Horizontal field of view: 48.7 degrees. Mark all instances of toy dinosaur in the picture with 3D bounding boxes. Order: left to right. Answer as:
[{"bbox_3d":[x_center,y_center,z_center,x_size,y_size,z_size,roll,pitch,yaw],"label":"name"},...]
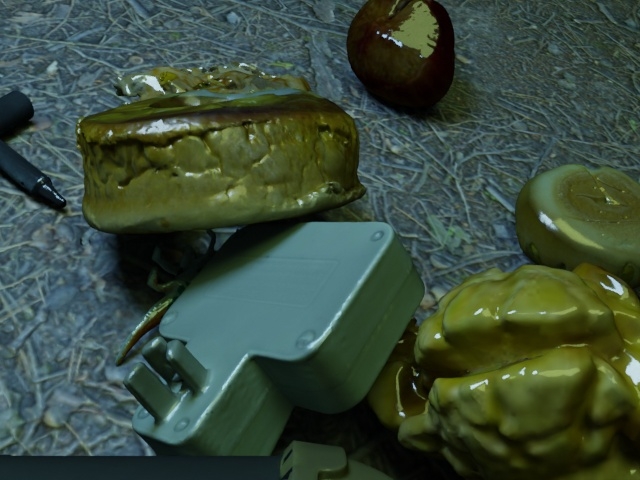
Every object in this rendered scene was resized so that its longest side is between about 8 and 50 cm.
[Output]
[{"bbox_3d":[-0.141,0.060,0.772,0.106,0.044,0.187,23,63,-21],"label":"toy dinosaur"}]

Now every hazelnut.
[{"bbox_3d":[0.138,-0.306,1.154,0.178,0.178,0.204,-18,56,-28],"label":"hazelnut"}]

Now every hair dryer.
[{"bbox_3d":[-0.382,-0.109,0.907,0.195,0.050,0.173,26,46,8],"label":"hair dryer"}]

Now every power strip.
[{"bbox_3d":[-0.066,0.081,0.647,0.230,0.141,0.261,2,45,44],"label":"power strip"}]

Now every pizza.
[{"bbox_3d":[-0.149,-0.217,1.049,0.297,0.071,0.189,11,44,-1],"label":"pizza"}]

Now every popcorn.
[{"bbox_3d":[0.182,0.136,0.636,0.333,0.265,0.225,8,65,28],"label":"popcorn"}]

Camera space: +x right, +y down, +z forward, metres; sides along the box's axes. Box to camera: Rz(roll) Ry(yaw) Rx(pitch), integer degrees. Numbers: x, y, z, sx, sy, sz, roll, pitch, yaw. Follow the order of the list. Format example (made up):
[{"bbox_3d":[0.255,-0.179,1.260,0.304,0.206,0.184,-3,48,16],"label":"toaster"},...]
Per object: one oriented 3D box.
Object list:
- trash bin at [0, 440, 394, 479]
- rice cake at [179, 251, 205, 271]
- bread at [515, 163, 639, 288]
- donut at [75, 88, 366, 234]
[{"bbox_3d":[-0.070,0.244,0.485,0.334,0.214,0.214,6,43,-3],"label":"trash bin"},{"bbox_3d":[-0.073,0.038,0.827,0.180,0.030,0.042,6,61,-7],"label":"rice cake"},{"bbox_3d":[0.357,-0.011,0.925,0.214,0.104,0.213,9,44,-9],"label":"bread"},{"bbox_3d":[-0.114,-0.100,0.813,0.330,0.159,0.330,-5,8,1],"label":"donut"}]
